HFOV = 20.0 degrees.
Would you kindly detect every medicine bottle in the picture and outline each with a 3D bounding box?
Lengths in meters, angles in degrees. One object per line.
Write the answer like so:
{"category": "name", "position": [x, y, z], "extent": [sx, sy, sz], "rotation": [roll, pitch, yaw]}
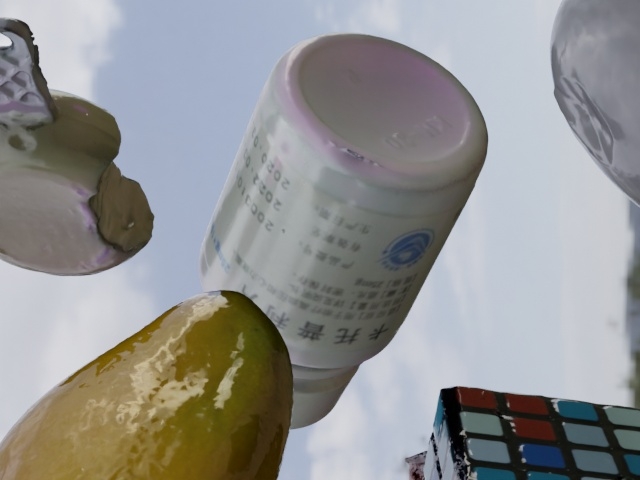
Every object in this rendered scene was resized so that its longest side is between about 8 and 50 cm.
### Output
{"category": "medicine bottle", "position": [0.000, 0.000, 1.367], "extent": [0.170, 0.170, 0.293], "rotation": [-75, 8, -49]}

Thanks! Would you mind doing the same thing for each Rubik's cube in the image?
{"category": "Rubik's cube", "position": [0.157, 0.218, 1.168], "extent": [0.187, 0.182, 0.184], "rotation": [-97, 14, -65]}

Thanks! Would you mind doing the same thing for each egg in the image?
{"category": "egg", "position": [0.242, -0.088, 1.066], "extent": [0.176, 0.232, 0.176], "rotation": [-51, 25, 35]}

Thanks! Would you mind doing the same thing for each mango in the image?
{"category": "mango", "position": [-0.116, 0.149, 1.126], "extent": [0.317, 0.176, 0.119], "rotation": [-54, -38, -34]}

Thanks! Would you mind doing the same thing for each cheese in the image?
{"category": "cheese", "position": [-0.217, -0.072, 1.379], "extent": [0.286, 0.163, 0.082], "rotation": [87, -171, -58]}

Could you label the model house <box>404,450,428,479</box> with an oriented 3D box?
{"category": "model house", "position": [0.180, 0.326, 1.634], "extent": [0.196, 0.160, 0.254], "rotation": [23, -117, -48]}
